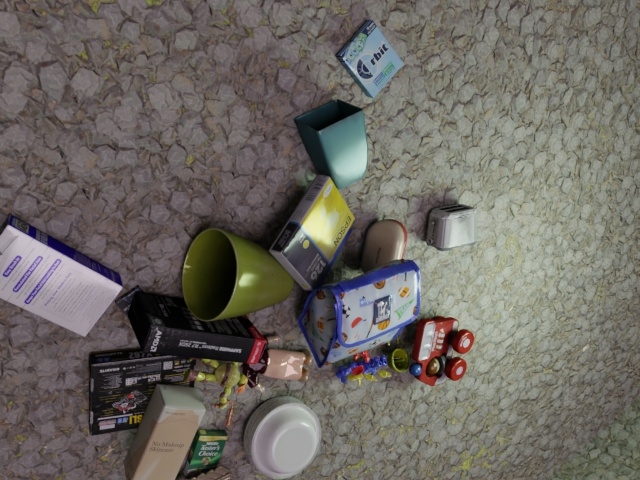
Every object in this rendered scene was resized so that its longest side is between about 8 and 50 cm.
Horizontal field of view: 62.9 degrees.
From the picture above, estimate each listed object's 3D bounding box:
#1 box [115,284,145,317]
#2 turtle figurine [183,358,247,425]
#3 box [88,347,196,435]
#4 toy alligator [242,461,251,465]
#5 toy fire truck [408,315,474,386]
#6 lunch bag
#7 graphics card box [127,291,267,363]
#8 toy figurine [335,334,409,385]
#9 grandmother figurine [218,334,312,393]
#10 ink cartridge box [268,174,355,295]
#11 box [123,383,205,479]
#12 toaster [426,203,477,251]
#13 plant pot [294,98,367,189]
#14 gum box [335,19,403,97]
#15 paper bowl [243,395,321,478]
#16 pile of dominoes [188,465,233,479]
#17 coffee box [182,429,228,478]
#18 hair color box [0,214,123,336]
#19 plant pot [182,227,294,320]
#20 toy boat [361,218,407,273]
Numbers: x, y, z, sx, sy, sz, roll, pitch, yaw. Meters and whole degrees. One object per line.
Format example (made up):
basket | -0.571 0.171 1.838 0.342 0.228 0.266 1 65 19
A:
box | -0.575 0.187 1.605 0.083 0.018 0.067 -35 120 -13
turtle figurine | -0.319 0.438 1.664 0.217 0.087 0.270 23 72 -23
box | -0.569 0.471 1.678 0.321 0.079 0.257 -2 111 -27
toy alligator | -0.209 0.832 2.013 0.189 0.056 0.051 9 62 -28
toy fire truck | 0.465 0.452 2.132 0.253 0.169 0.302 0 107 -34
lunch bag | 0.134 0.228 1.729 0.327 0.239 0.386 -16 149 -26
graphics card box | -0.377 0.268 1.598 0.370 0.232 0.094 17 101 -36
toy figurine | 0.163 0.469 2.039 0.217 0.191 0.362 -32 159 32
grandmother figurine | -0.202 0.432 1.847 0.342 0.104 0.208 18 72 -28
ink cartridge box | 0.000 0.000 1.710 0.304 0.072 0.307 -60 137 -21
box | -0.496 0.621 1.657 0.147 0.121 0.311 16 104 -33
toaster | 0.515 -0.053 2.016 0.226 0.129 0.147 -10 110 -22
plant pot | 0.053 -0.297 1.672 0.165 0.165 0.234 -29 125 -15
gum box | 0.160 -0.584 1.690 0.157 0.041 0.184 -49 121 -4
paper bowl | -0.128 0.733 1.925 0.284 0.148 0.285 -3 97 -29
pile of dominoes | -0.444 0.894 1.900 0.251 0.040 0.196 -18 132 -19
coffee box | -0.416 0.772 1.886 0.113 0.040 0.184 16 100 -31
hair color box | -0.745 0.102 1.435 0.338 0.110 0.185 38 90 -34
plant pot | -0.231 0.115 1.637 0.293 0.274 0.275 10 104 -47
toy boat | 0.249 0.034 1.923 0.151 0.150 0.231 -14 119 -56
